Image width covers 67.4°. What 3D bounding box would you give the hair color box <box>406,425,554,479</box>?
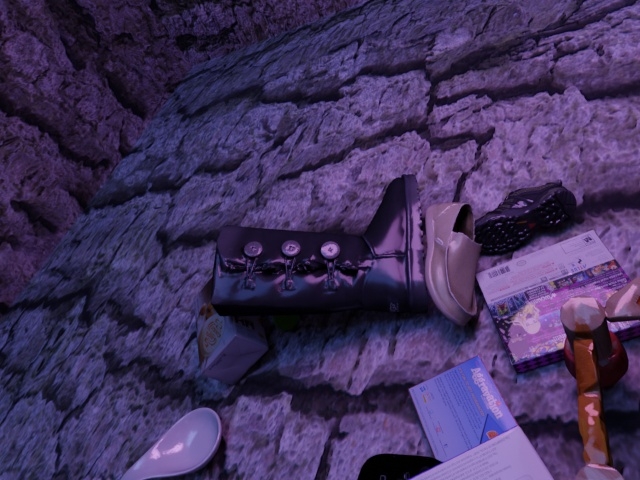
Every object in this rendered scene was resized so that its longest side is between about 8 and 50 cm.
[{"bbox_3d":[0.248,0.421,0.553,0.185,0.110,0.339,-26,50,1],"label":"hair color box"}]

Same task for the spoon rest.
[{"bbox_3d":[-0.320,0.465,1.003,0.276,0.084,0.137,-42,40,-6],"label":"spoon rest"}]

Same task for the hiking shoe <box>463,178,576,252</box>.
[{"bbox_3d":[0.404,-0.050,0.998,0.226,0.086,0.114,-24,18,23],"label":"hiking shoe"}]

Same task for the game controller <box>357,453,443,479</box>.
[{"bbox_3d":[0.107,0.475,0.682,0.166,0.067,0.319,-8,51,29],"label":"game controller"}]

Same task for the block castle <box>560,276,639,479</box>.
[{"bbox_3d":[0.527,0.206,0.547,0.453,0.213,0.303,-11,49,31],"label":"block castle"}]

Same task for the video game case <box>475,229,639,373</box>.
[{"bbox_3d":[0.418,0.103,0.851,0.232,0.042,0.210,-24,40,15],"label":"video game case"}]

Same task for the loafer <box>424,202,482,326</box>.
[{"bbox_3d":[0.263,0.031,0.930,0.092,0.101,0.269,-31,49,41],"label":"loafer"}]

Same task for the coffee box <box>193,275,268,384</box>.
[{"bbox_3d":[-0.221,0.196,1.152,0.141,0.098,0.247,-47,37,18],"label":"coffee box"}]

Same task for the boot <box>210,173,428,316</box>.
[{"bbox_3d":[0.000,0.001,1.068,0.444,0.146,0.367,-3,48,9],"label":"boot"}]

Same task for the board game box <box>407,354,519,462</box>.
[{"bbox_3d":[0.252,0.330,0.762,0.145,0.027,0.281,-30,40,11],"label":"board game box"}]

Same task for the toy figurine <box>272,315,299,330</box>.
[{"bbox_3d":[-0.108,0.123,1.190,0.159,0.130,0.173,5,78,55],"label":"toy figurine"}]
